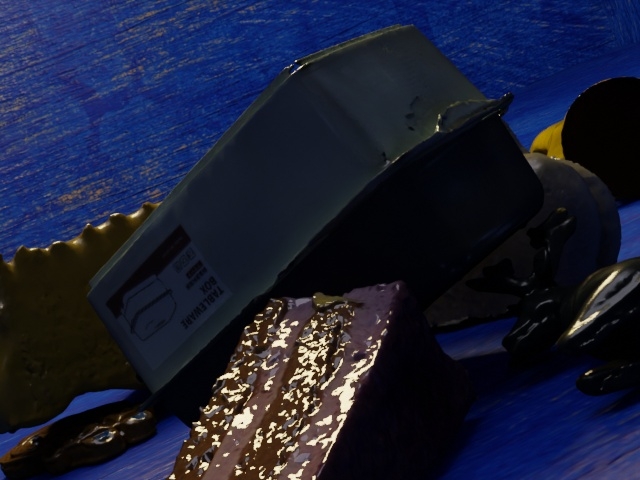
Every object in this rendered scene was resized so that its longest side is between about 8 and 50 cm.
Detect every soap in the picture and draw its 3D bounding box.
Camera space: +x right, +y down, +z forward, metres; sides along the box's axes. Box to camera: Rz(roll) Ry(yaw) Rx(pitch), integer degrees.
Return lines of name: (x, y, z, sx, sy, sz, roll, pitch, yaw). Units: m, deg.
soap: (-0.111, 0.038, 1.308, 0.304, 0.169, 0.338, -24, -2, 17)

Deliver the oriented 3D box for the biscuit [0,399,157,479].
biscuit: (-0.202, 0.164, 1.262, 0.124, 0.026, 0.175, -27, 8, -37)

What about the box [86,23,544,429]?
box: (0.000, 0.000, 1.011, 0.290, 0.166, 0.220, -44, -6, 32)

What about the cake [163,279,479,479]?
cake: (-0.017, 0.111, 0.778, 0.116, 0.113, 0.295, -20, 12, 29)

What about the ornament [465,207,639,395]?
ornament: (0.195, 0.017, 0.915, 0.202, 0.080, 0.236, -27, 7, -11)

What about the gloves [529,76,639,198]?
gloves: (0.292, -0.092, 1.553, 0.133, 0.116, 0.294, 6, -2, 2)

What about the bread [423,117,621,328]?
bread: (0.071, -0.021, 1.202, 0.337, 0.183, 0.102, -12, 8, 37)
